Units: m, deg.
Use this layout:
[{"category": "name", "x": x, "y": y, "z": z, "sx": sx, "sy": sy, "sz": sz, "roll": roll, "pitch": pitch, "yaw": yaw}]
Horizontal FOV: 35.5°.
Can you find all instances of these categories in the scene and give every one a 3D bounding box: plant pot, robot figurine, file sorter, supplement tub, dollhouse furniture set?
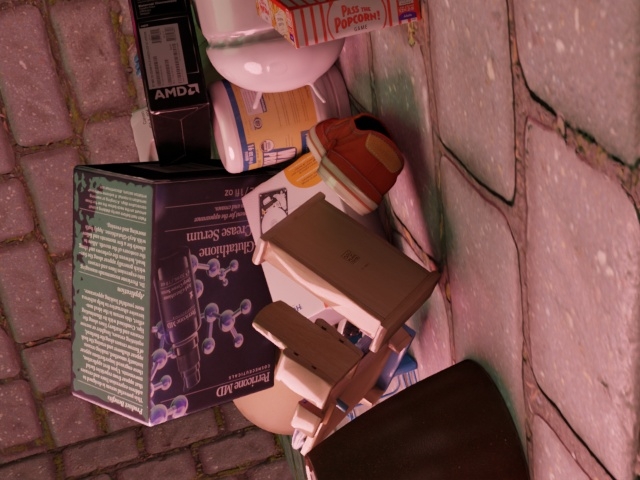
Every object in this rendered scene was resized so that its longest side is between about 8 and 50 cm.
[{"category": "plant pot", "x": -0.037, "y": 0.212, "z": 1.906, "sx": 0.274, "sy": 0.257, "sz": 0.256, "roll": 117, "pitch": 138, "yaw": -63}, {"category": "plant pot", "x": 0.105, "y": 0.279, "z": 1.221, "sx": 0.215, "sy": 0.230, "sz": 0.215, "roll": 166, "pitch": 90, "yaw": -79}, {"category": "robot figurine", "x": -0.075, "y": -0.357, "z": 1.373, "sx": 0.300, "sy": 0.200, "sz": 0.353, "roll": 7, "pitch": 114, "yaw": 45}, {"category": "file sorter", "x": 0.081, "y": 0.227, "z": 1.591, "sx": 0.170, "sy": 0.118, "sz": 0.104, "roll": -134, "pitch": 28, "yaw": -69}, {"category": "supplement tub", "x": -0.064, "y": -0.193, "z": 1.539, "sx": 0.144, "sy": 0.200, "sz": 0.144, "roll": 165, "pitch": 90, "yaw": -80}, {"category": "dollhouse furniture set", "x": -0.025, "y": 0.146, "z": 1.316, "sx": 0.198, "sy": 0.286, "sz": 0.303, "roll": 35, "pitch": 134, "yaw": 16}]

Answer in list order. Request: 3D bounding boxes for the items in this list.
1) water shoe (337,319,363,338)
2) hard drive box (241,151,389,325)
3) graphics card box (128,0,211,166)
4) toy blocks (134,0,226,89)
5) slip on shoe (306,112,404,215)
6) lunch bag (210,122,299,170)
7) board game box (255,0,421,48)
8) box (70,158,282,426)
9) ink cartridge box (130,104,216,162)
[{"category": "water shoe", "x": 0.061, "y": 0.175, "z": 1.741, "sx": 0.080, "sy": 0.073, "sz": 0.203, "roll": -109, "pitch": 11, "yaw": -51}, {"category": "hard drive box", "x": 0.000, "y": 0.000, "z": 1.513, "sx": 0.089, "sy": 0.181, "sz": 0.232, "roll": 8, "pitch": -124, "yaw": -52}, {"category": "graphics card box", "x": -0.244, "y": -0.325, "z": 1.554, "sx": 0.233, "sy": 0.094, "sz": 0.370, "roll": 112, "pitch": 146, "yaw": -73}, {"category": "toy blocks", "x": -0.232, "y": -0.376, "z": 1.806, "sx": 0.261, "sy": 0.191, "sz": 0.381, "roll": -33, "pitch": 57, "yaw": 35}, {"category": "slip on shoe", "x": 0.053, "y": -0.119, "z": 1.344, "sx": 0.123, "sy": 0.101, "sz": 0.331, "roll": 42, "pitch": -172, "yaw": -11}, {"category": "lunch bag", "x": -0.135, "y": -0.229, "z": 1.935, "sx": 0.235, "sy": 0.169, "sz": 0.287, "roll": 89, "pitch": 165, "yaw": -59}, {"category": "board game box", "x": 0.014, "y": -0.279, "z": 1.163, "sx": 0.193, "sy": 0.147, "sz": 0.045, "roll": -126, "pitch": 24, "yaw": -61}, {"category": "box", "x": -0.241, "y": 0.070, "z": 1.686, "sx": 0.212, "sy": 0.293, "sz": 0.395, "roll": 12, "pitch": 105, "yaw": 39}, {"category": "ink cartridge box", "x": -0.228, "y": -0.126, "z": 2.204, "sx": 0.385, "sy": 0.160, "sz": 0.279, "roll": 39, "pitch": -151, "yaw": -60}]
